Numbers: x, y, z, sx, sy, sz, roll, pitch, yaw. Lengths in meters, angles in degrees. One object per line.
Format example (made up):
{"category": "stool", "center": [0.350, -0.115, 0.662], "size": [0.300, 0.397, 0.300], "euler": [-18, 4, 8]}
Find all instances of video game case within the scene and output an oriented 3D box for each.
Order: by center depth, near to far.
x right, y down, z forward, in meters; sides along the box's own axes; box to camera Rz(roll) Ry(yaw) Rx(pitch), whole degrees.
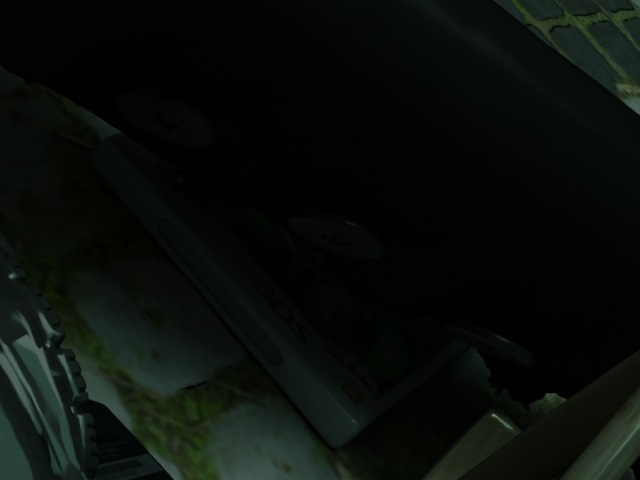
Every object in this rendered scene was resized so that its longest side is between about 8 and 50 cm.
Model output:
{"category": "video game case", "center": [0.000, 0.000, 0.710], "size": [0.173, 0.022, 0.190], "euler": [49, 30, 9]}

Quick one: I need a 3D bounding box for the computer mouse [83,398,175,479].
{"category": "computer mouse", "center": [-0.116, 0.052, 0.496], "size": [0.242, 0.041, 0.071], "euler": [46, 12, 18]}

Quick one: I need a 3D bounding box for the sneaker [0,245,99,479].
{"category": "sneaker", "center": [-0.180, 0.016, 0.417], "size": [0.286, 0.109, 0.130], "euler": [45, 39, 17]}

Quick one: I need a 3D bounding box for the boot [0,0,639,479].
{"category": "boot", "center": [0.100, -0.034, 0.531], "size": [0.445, 0.367, 0.146], "euler": [37, 63, -17]}

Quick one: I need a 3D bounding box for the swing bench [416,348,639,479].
{"category": "swing bench", "center": [0.128, 0.178, 0.464], "size": [0.253, 0.254, 0.165], "euler": [44, 70, 4]}
